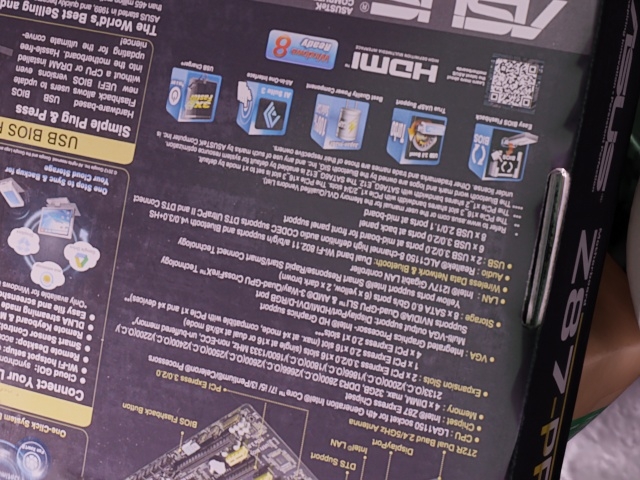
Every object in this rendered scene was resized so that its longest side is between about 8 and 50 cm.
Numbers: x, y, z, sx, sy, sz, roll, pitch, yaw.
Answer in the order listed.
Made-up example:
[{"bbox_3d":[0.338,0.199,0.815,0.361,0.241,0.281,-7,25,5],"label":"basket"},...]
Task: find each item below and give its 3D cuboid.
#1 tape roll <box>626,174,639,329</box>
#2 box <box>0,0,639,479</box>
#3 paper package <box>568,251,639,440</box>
[{"bbox_3d":[0.332,0.012,0.690,0.392,0.072,0.392,13,136,13],"label":"tape roll"},{"bbox_3d":[-0.094,0.018,0.627,0.395,0.097,0.318,12,94,21],"label":"box"},{"bbox_3d":[0.000,0.000,0.813,0.168,0.325,0.309,-41,76,18],"label":"paper package"}]
